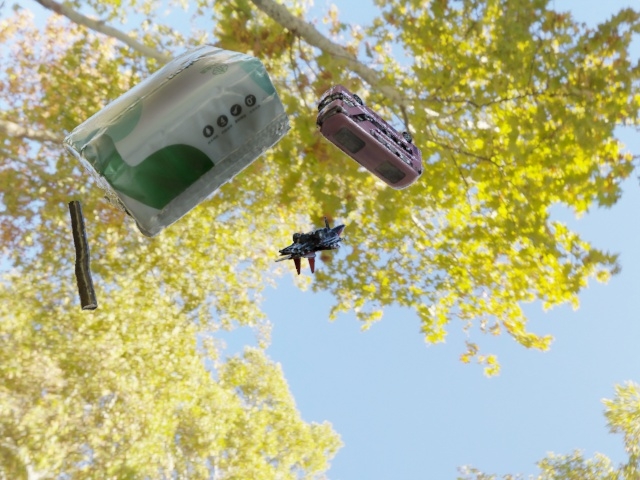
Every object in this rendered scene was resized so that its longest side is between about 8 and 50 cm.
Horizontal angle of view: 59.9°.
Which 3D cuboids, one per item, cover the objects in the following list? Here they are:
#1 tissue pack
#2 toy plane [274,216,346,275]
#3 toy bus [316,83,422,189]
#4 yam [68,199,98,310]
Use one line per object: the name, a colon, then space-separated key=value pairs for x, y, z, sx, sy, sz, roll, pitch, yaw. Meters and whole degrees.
tissue pack: x=-0.276 y=-0.203 z=1.065 sx=0.356 sy=0.194 sz=0.266 roll=-42 pitch=-139 yaw=-16
toy plane: x=-0.001 y=-0.003 z=1.012 sx=0.130 sy=0.189 sz=0.061 roll=-9 pitch=-67 yaw=34
toy bus: x=0.083 y=-0.162 z=0.896 sx=0.063 sy=0.203 sz=0.090 roll=-36 pitch=-146 yaw=37
yam: x=-0.628 y=0.035 z=1.459 sx=0.045 sy=0.045 sz=0.327 roll=-59 pitch=-136 yaw=50
